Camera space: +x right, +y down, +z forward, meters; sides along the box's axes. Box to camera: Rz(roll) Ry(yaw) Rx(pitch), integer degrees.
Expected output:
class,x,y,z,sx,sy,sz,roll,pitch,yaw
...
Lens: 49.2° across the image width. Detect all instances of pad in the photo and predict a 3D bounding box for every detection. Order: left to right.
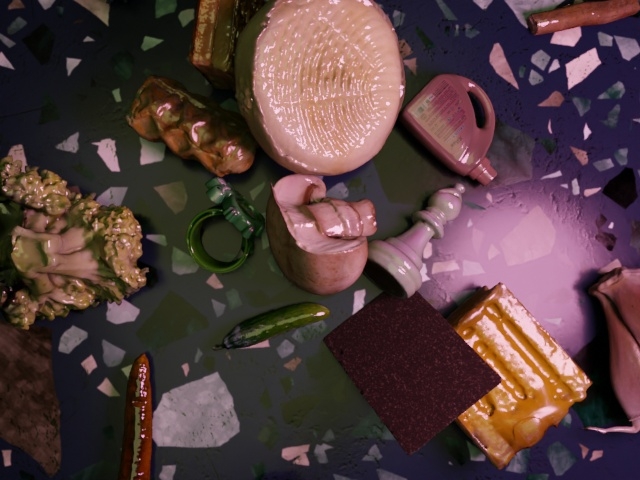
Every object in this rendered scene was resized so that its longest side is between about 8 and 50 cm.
class,x,y,z,sx,sy,sz,roll,pitch,yaw
pad,0.165,0.228,1.347,0.220,0.330,0.004,-37,134,-3

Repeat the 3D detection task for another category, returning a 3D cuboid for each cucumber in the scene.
class,x,y,z,sx,sy,sz,roll,pitch,yaw
cucumber,-0.103,0.174,1.425,0.250,0.056,0.056,-19,88,-7

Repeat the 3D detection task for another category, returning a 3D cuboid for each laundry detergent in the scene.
class,x,y,z,sx,sy,sz,roll,pitch,yaw
laundry detergent,0.297,-0.237,1.460,0.237,0.076,0.171,43,85,-1

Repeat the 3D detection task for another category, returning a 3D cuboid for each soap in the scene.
class,x,y,z,sx,sy,sz,roll,pitch,yaw
soap,0.350,0.267,1.403,0.259,0.143,0.281,-40,90,-7

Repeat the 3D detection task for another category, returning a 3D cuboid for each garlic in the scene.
class,x,y,z,sx,sy,sz,roll,pitch,yaw
garlic,0.680,0.226,1.383,0.246,0.231,0.339,8,81,-6

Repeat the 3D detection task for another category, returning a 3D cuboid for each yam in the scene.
class,x,y,z,sx,sy,sz,roll,pitch,yaw
yam,0.566,-0.486,1.505,0.241,0.057,0.056,-12,88,-2

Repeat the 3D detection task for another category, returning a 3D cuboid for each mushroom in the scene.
class,x,y,z,sx,sy,sz,roll,pitch,yaw
mushroom,0.000,0.000,1.376,0.195,0.189,0.253,-13,52,-27

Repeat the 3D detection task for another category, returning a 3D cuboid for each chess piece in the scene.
class,x,y,z,sx,sy,sz,roll,pitch,yaw
chess piece,0.208,-0.020,1.430,0.139,0.139,0.271,42,75,0

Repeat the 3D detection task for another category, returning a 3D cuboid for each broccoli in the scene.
class,x,y,z,sx,sy,sz,roll,pitch,yaw
broccoli,-0.500,0.032,1.296,0.348,0.281,0.293,25,85,-1

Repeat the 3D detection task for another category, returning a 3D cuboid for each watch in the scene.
class,x,y,z,sx,sy,sz,roll,pitch,yaw
watch,-0.202,-0.025,1.411,0.165,0.131,0.152,43,104,-4

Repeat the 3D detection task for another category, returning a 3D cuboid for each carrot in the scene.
class,x,y,z,sx,sy,sz,roll,pitch,yaw
carrot,-0.368,0.383,1.399,0.066,0.066,0.314,3,83,-3

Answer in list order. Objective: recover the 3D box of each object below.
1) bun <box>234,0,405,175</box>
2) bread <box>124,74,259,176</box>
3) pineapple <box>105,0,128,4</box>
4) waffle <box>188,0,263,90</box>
class,x,y,z,sx,sy,sz,roll,pitch,yaw
bun,-0.017,-0.312,1.365,0.364,0.202,0.364,-7,103,-31
bread,-0.249,-0.226,1.396,0.268,0.130,0.152,28,54,-2
pineapple,-0.406,-0.599,1.435,0.103,0.083,0.221,7,89,-2
waffle,-0.174,-0.460,1.377,0.091,0.213,0.307,8,88,6
